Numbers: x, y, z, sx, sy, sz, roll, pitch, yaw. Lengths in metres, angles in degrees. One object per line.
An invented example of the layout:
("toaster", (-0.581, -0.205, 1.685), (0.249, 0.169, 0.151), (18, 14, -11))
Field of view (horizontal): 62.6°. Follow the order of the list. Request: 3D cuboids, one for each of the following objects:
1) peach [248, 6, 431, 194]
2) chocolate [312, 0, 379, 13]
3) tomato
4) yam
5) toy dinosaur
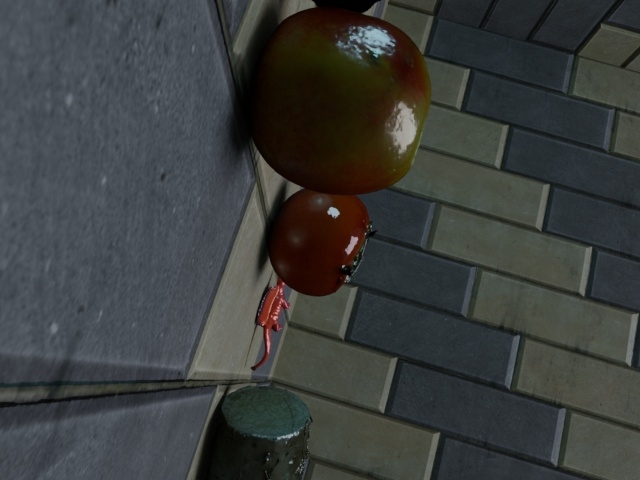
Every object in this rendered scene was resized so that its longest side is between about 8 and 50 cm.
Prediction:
("peach", (0.023, -0.170, 0.656), (0.231, 0.231, 0.230), (16, 90, -88))
("chocolate", (0.025, -0.374, 0.658), (0.133, 0.156, 0.156), (-106, -158, -43))
("tomato", (0.000, 0.000, 1.186), (0.256, 0.225, 0.255), (21, 90, -86))
("yam", (-0.154, 0.518, 1.227), (0.241, 0.241, 0.347), (-69, 172, -66))
("toy dinosaur", (-0.147, 0.217, 1.418), (0.139, 0.070, 0.285), (49, 60, -75))
